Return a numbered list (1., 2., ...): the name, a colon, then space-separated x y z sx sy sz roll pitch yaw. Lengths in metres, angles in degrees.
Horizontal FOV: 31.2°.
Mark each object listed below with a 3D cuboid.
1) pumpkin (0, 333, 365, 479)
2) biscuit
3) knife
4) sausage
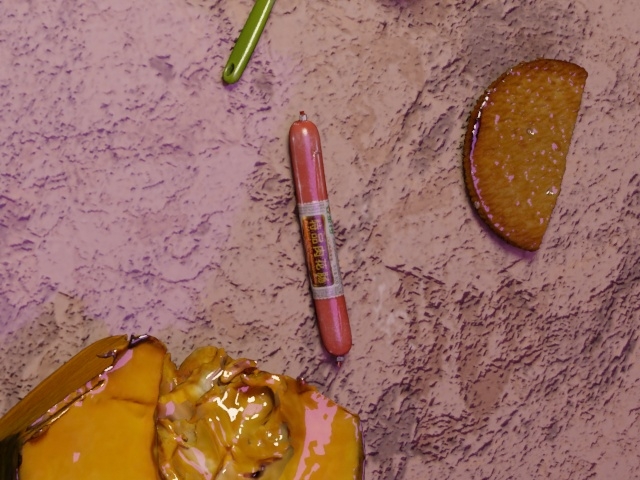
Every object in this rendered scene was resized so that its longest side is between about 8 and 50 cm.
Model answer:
1. pumpkin: -0.134 0.208 0.973 0.303 0.225 0.256 26 80 -19
2. biscuit: 0.205 -0.100 1.194 0.126 0.025 0.206 18 85 -21
3. knife: -0.052 -0.232 1.094 0.026 0.022 0.184 32 79 -49
4. sausage: 0.000 0.000 1.117 0.034 0.034 0.253 -13 97 -20
